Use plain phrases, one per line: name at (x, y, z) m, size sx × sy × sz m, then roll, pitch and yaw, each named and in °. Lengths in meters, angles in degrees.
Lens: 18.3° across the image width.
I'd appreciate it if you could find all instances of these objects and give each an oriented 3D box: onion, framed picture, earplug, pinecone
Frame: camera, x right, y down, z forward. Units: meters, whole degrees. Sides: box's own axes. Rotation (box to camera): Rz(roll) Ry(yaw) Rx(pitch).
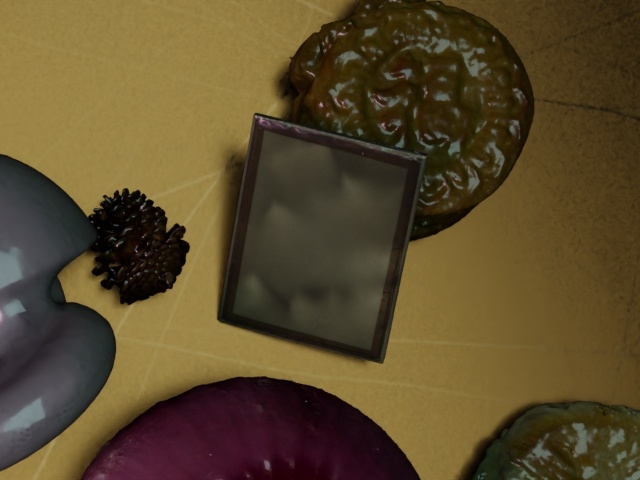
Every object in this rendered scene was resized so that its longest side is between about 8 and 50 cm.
onion at (-0.045, 0.305, 1.810) m, size 0.358 × 0.345 × 0.358 m, roll -7°, pitch 99°, yaw -44°
framed picture at (0.000, 0.000, 1.899) m, size 0.173 × 0.010 × 0.231 m, roll 15°, pitch 118°, yaw 6°
earplug at (-0.294, 0.072, 1.800) m, size 0.214 × 0.175 × 0.325 m, roll -23°, pitch 53°, yaw 22°
pinecone at (-0.175, 0.002, 1.913) m, size 0.102 × 0.102 × 0.109 m, roll -15°, pitch 78°, yaw -10°

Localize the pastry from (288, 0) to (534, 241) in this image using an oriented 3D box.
pastry at (0.079, -0.119, 1.953) m, size 0.235 × 0.132 × 0.240 m, roll 43°, pitch 74°, yaw 4°

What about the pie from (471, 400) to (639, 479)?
pie at (0.279, 0.298, 1.975) m, size 0.306 × 0.071 × 0.306 m, roll 1°, pitch 84°, yaw -12°
